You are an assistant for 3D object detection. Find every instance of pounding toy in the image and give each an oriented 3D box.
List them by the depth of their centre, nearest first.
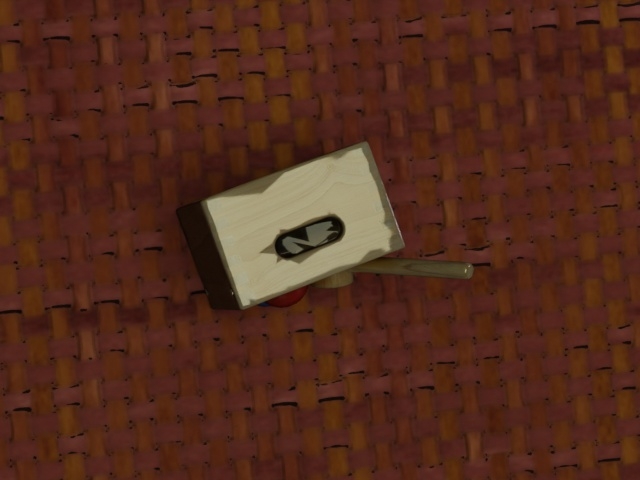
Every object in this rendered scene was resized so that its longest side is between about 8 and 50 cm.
[{"bbox_3d":[0.000,0.000,1.237,0.141,0.130,0.100,-20,93,-12],"label":"pounding toy"}]
